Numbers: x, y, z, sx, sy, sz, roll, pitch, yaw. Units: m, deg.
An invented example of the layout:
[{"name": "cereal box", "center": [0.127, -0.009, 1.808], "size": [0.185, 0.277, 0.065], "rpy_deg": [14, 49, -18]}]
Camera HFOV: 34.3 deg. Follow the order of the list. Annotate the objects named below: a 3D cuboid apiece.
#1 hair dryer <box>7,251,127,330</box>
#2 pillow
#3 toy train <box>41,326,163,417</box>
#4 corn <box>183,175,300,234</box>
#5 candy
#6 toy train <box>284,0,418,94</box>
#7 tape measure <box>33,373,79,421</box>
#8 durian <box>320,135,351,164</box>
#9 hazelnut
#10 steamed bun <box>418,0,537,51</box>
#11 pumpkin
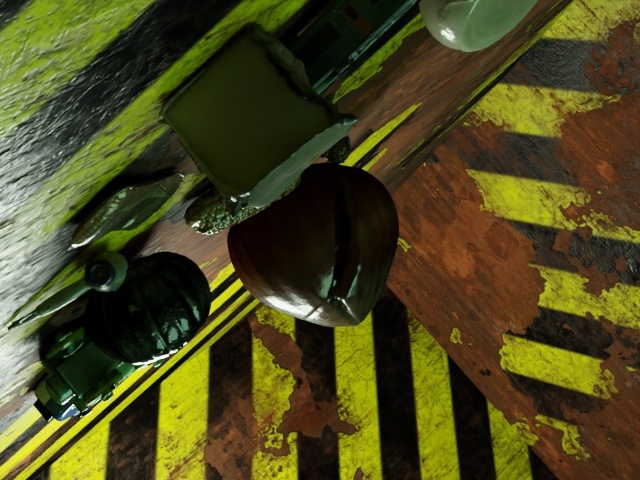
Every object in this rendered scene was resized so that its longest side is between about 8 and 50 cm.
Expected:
[{"name": "hair dryer", "center": [-0.384, 0.079, 1.649], "size": [0.199, 0.067, 0.167], "rpy_deg": [-32, -178, 12]}, {"name": "pillow", "center": [-0.273, -0.047, 1.485], "size": [0.135, 0.034, 0.211], "rpy_deg": [-45, 174, 20]}, {"name": "toy train", "center": [-0.400, 0.207, 1.958], "size": [0.272, 0.159, 0.188], "rpy_deg": [-39, -177, -20]}, {"name": "corn", "center": [-0.136, -0.082, 1.842], "size": [0.253, 0.086, 0.086], "rpy_deg": [-35, 171, -37]}, {"name": "candy", "center": [-0.077, -0.146, 1.304], "size": [0.195, 0.185, 0.137], "rpy_deg": [-42, 169, 5]}, {"name": "toy train", "center": [0.051, -0.304, 1.416], "size": [0.409, 0.089, 0.086], "rpy_deg": [-43, 178, 9]}, {"name": "tape measure", "center": [-0.448, 0.245, 2.189], "size": [0.351, 0.098, 0.215], "rpy_deg": [-44, 174, 8]}, {"name": "durian", "center": [0.024, -0.189, 2.095], "size": [0.080, 0.080, 0.091], "rpy_deg": [-40, 174, -10]}, {"name": "hazelnut", "center": [0.000, 0.000, 2.169], "size": [0.359, 0.359, 0.409], "rpy_deg": [-43, 180, 17]}, {"name": "steamed bun", "center": [0.237, -0.407, 1.568], "size": [0.232, 0.145, 0.232], "rpy_deg": [-36, 159, -17]}, {"name": "pumpkin", "center": [-0.295, 0.113, 1.774], "size": [0.221, 0.161, 0.220], "rpy_deg": [-21, -164, 6]}]
